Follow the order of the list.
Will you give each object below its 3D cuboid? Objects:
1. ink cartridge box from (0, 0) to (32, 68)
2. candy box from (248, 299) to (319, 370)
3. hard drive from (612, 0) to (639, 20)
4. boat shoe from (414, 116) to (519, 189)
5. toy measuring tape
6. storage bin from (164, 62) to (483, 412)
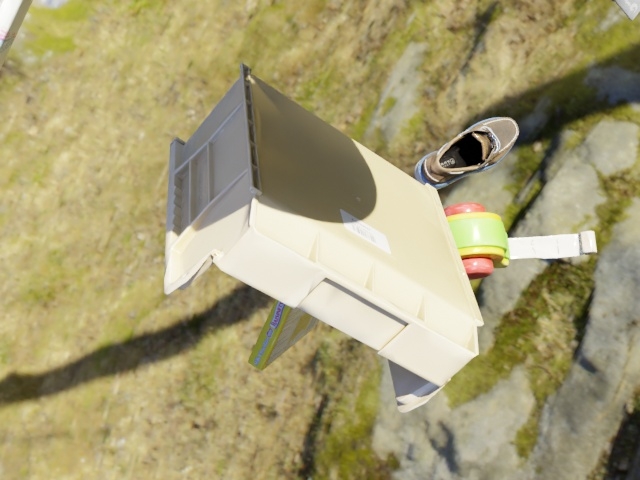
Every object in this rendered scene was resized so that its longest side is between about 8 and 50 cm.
[{"bbox_3d":[-0.306,-0.193,0.747,0.175,0.128,0.072,-69,17,-10],"label":"ink cartridge box"},{"bbox_3d":[-0.028,0.093,1.237,0.027,0.206,0.105,27,109,13],"label":"candy box"},{"bbox_3d":[0.403,-0.464,1.424,0.054,0.255,0.172,-37,32,25],"label":"hard drive"},{"bbox_3d":[0.220,-0.127,1.316,0.183,0.066,0.066,-33,0,-24],"label":"boat shoe"},{"bbox_3d":[0.282,0.000,1.412,0.121,0.330,0.121,178,90,-79],"label":"toy measuring tape"},{"bbox_3d":[0.000,0.000,0.872,0.123,0.262,0.260,-46,29,25],"label":"storage bin"}]
